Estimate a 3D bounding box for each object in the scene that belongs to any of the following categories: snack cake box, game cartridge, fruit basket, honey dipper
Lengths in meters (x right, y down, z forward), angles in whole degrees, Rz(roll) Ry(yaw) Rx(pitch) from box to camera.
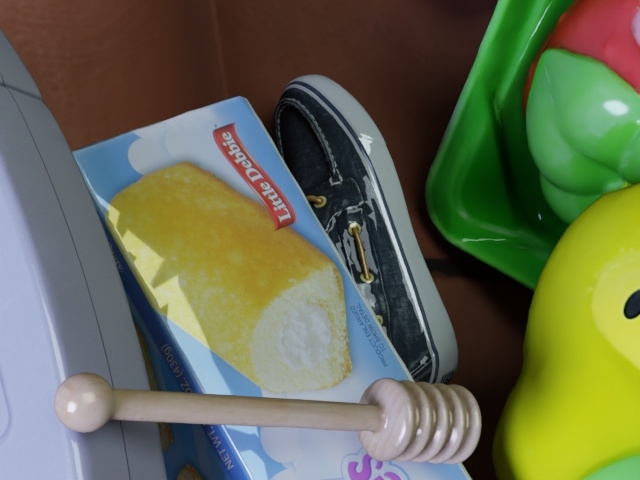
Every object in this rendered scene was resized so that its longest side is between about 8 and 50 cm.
[{"bbox_3d":[-0.029,0.094,0.511,0.089,0.152,0.264,-24,78,-36],"label":"snack cake box"},{"bbox_3d":[-0.157,0.061,0.441,0.062,0.198,0.297,19,50,-65],"label":"game cartridge"},{"bbox_3d":[0.216,-0.004,0.570,0.392,0.283,0.392,15,28,-8],"label":"fruit basket"},{"bbox_3d":[-0.013,0.057,0.407,0.160,0.030,0.030,10,61,-37],"label":"honey dipper"}]

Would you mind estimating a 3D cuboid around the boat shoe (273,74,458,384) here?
[{"bbox_3d":[0.000,0.000,0.625,0.083,0.065,0.183,-15,74,-31],"label":"boat shoe"}]
